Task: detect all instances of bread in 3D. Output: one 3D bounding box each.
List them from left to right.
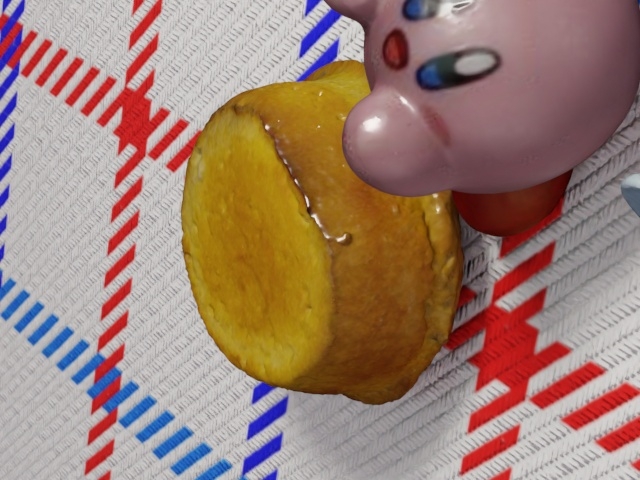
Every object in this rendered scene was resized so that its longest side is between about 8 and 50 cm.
[{"bbox_3d":[-0.003,-0.003,1.591,0.312,0.172,0.312,17,111,57],"label":"bread"}]

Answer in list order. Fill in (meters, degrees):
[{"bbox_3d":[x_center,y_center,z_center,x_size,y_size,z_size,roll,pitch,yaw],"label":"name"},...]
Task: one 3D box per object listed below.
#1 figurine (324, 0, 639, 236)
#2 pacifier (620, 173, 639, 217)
[{"bbox_3d":[0.144,-0.148,1.353,0.211,0.261,0.270,-11,84,28],"label":"figurine"},{"bbox_3d":[0.338,0.010,1.130,0.226,0.238,0.287,-54,43,3],"label":"pacifier"}]
